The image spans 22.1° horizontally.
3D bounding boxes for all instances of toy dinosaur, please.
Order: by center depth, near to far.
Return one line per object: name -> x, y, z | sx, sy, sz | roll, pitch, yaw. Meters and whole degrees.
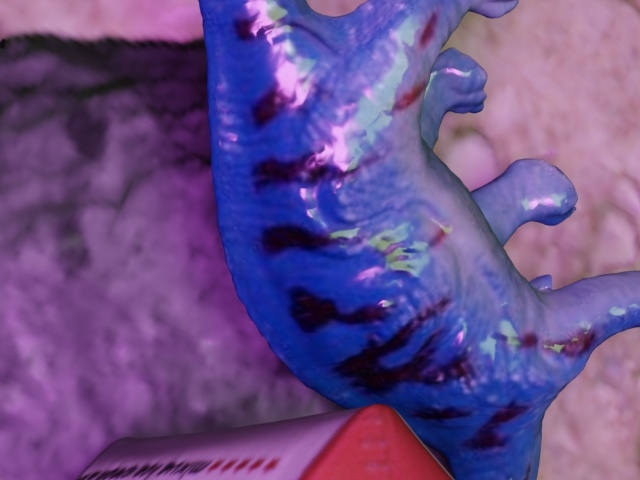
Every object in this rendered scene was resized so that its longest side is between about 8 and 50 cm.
toy dinosaur -> 0.028, -0.005, 0.472 | 0.144, 0.076, 0.329 | -30, 109, -21

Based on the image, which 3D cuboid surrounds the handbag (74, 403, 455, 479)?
handbag -> -0.066, 0.181, 0.337 | 0.298, 0.171, 0.151 | -45, 102, -26
